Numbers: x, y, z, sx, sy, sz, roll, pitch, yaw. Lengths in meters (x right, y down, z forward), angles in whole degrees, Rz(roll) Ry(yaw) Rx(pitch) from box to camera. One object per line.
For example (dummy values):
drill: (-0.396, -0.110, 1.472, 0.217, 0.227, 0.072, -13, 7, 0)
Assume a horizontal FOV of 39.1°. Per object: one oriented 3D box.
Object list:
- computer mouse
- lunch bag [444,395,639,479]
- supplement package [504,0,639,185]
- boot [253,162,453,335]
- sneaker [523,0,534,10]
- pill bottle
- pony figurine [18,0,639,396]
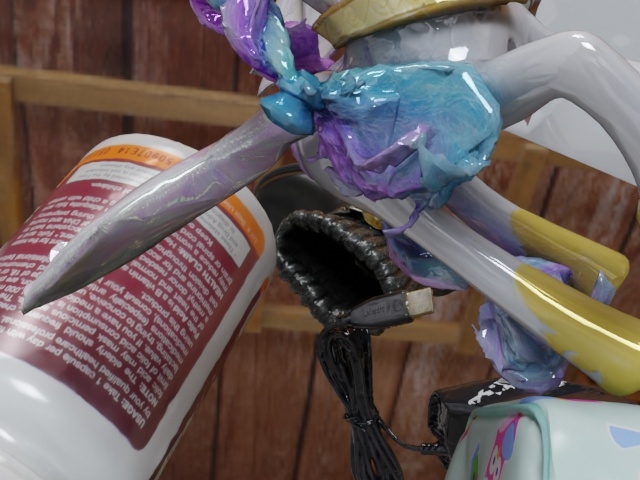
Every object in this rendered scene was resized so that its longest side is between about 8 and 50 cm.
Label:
computer mouse: (0.122, 0.109, 0.649, 0.060, 0.262, 0.184, -37, -69, -51)
lunch bag: (0.103, 0.206, 0.360, 0.224, 0.108, 0.279, 96, -179, -77)
supplement package: (0.310, -0.158, 0.744, 0.263, 0.198, 0.199, -20, -48, -56)
boot: (0.001, -0.004, 1.118, 0.260, 0.348, 0.131, -17, -60, -55)
sneaker: (0.202, -0.327, 0.935, 0.127, 0.126, 0.321, -49, -8, -14)
pill bottle: (-0.211, 0.106, 0.777, 0.224, 0.224, 0.392, 101, -167, -47)
pony figurine: (0.025, -0.067, 0.460, 0.303, 0.363, 0.351, -60, 8, -29)
